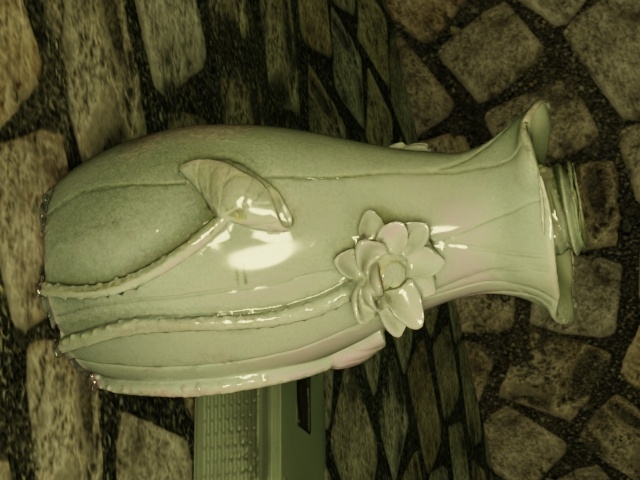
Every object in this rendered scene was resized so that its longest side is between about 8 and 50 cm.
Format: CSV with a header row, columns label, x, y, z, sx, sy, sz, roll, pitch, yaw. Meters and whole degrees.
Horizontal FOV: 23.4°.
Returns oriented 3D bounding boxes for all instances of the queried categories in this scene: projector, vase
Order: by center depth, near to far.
label,x,y,z,sx,sy,sz,roll,pitch,yaw
vase,0.000,0.000,1.322,0.250,0.445,0.250,-8,90,-76
projector,-0.059,0.184,1.666,0.192,0.099,0.257,51,35,-64
